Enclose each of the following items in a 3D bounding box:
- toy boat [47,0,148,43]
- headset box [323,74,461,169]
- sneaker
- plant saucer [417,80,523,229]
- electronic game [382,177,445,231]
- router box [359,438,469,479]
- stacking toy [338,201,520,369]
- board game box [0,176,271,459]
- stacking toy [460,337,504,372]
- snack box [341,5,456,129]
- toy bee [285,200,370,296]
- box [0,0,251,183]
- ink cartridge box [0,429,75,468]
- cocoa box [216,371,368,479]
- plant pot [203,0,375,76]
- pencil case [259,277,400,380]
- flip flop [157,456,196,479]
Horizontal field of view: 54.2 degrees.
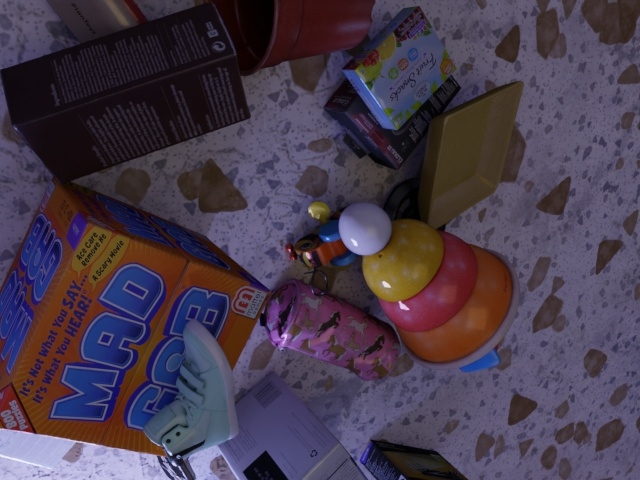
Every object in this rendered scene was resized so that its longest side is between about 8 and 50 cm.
[{"bbox_3d":[-0.389,-0.449,1.134,0.231,0.151,0.151,56,46,-32],"label":"toy boat"},{"bbox_3d":[0.165,-0.330,1.495,0.218,0.110,0.293,40,84,-33],"label":"headset box"},{"bbox_3d":[-0.227,0.264,1.046,0.151,0.094,0.256,-23,121,-31],"label":"sneaker"},{"bbox_3d":[0.365,-0.224,1.600,0.332,0.081,0.333,-29,137,-35],"label":"plant saucer"},{"bbox_3d":[0.253,-0.054,1.679,0.229,0.048,0.229,-7,103,-32],"label":"electronic game"},{"bbox_3d":[0.304,0.708,1.856,0.308,0.243,0.081,22,95,-34],"label":"router box"},{"bbox_3d":[0.217,0.058,1.495,0.480,0.350,0.351,41,84,-30],"label":"stacking toy"},{"bbox_3d":[-0.381,0.139,1.188,0.356,0.356,0.357,25,93,-35],"label":"board game box"},{"bbox_3d":[0.510,0.246,1.885,0.302,0.175,0.166,-33,89,-35],"label":"stacking toy"},{"bbox_3d":[0.176,-0.378,1.378,0.207,0.070,0.174,-45,119,-8],"label":"snack box"},{"bbox_3d":[0.000,0.000,1.509,0.298,0.162,0.195,-24,111,-49],"label":"toy bee"},{"bbox_3d":[-0.332,-0.258,1.117,0.381,0.143,0.191,-22,157,-8],"label":"box"},{"bbox_3d":[-0.578,0.364,1.291,0.189,0.066,0.232,-48,140,-7],"label":"ink cartridge box"},{"bbox_3d":[-0.074,0.534,1.511,0.231,0.347,0.228,-40,122,-14],"label":"cocoa box"},{"bbox_3d":[-0.052,-0.475,1.244,0.265,0.272,0.273,-15,114,-34],"label":"plant pot"},{"bbox_3d":[0.035,0.236,1.588,0.386,0.160,0.167,27,113,-35],"label":"pencil case"},{"bbox_3d":[-0.350,0.463,1.481,0.080,0.112,0.277,-41,124,-43],"label":"flip flop"}]
